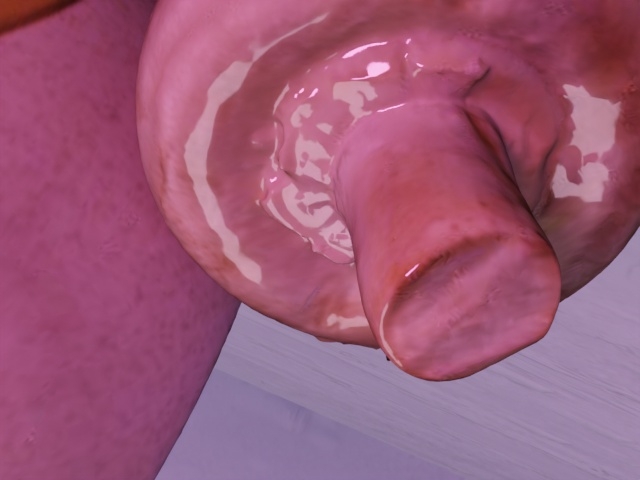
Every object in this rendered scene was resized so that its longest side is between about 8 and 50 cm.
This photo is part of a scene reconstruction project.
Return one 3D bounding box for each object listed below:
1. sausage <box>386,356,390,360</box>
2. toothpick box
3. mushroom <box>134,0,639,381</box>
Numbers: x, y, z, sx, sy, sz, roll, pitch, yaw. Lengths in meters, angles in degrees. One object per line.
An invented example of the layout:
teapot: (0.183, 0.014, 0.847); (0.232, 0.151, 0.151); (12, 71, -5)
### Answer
sausage: (0.000, 0.000, 1.160); (0.082, 0.082, 0.371); (15, 166, 31)
toothpick box: (-0.275, -0.019, 0.725); (0.425, 0.409, 0.409); (31, 166, -15)
mushroom: (0.037, -0.031, 0.574); (0.207, 0.207, 0.215); (26, -152, -23)
